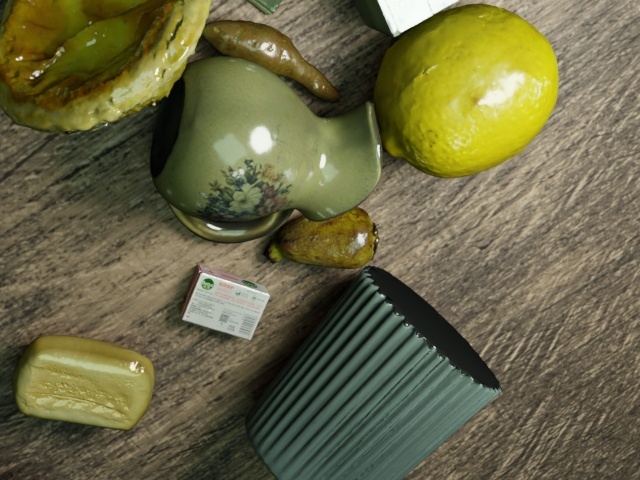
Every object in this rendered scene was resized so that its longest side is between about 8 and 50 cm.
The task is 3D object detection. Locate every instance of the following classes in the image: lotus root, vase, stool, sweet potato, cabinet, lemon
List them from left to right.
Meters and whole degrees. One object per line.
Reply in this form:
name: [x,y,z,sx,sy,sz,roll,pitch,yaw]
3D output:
vase: [-0.103,-0.107,1.527,0.302,0.241,0.329,12,137,-23]
sweet potato: [-0.068,-0.279,1.538,0.269,0.075,0.074,23,102,-28]
lotus root: [0.000,0.000,1.642,0.191,0.108,0.094,-5,141,-2]
stool: [0.075,0.255,1.657,0.297,0.297,0.330,37,101,-23]
cabinet: [0.147,-0.420,1.504,0.206,0.150,0.145,-29,113,-4]
lemon: [0.216,-0.224,1.536,0.284,0.260,0.260,-14,112,6]

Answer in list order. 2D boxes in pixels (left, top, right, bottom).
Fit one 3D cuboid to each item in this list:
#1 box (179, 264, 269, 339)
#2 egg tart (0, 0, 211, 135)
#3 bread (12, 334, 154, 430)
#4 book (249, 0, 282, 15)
box: [-0.157,0.102,1.664,0.125,0.043,0.089,21,103,-20]
egg tart: [-0.291,-0.271,1.392,0.341,0.341,0.132,-32,148,-2]
bread: [-0.375,0.221,1.619,0.217,0.098,0.147,17,105,-17]
book: [-0.064,-0.500,1.487,0.201,0.026,0.289,33,98,-23]
